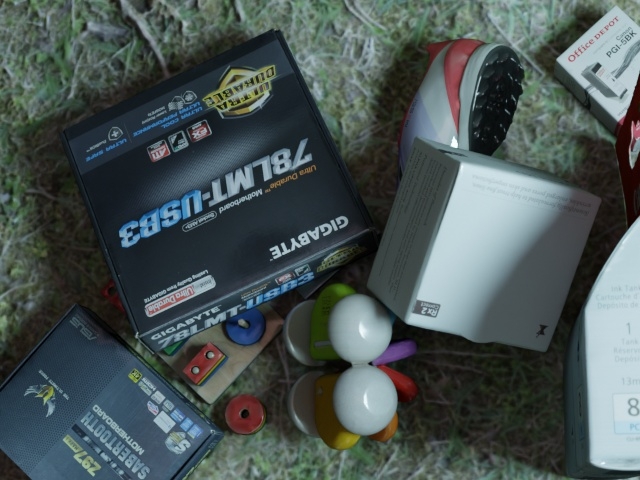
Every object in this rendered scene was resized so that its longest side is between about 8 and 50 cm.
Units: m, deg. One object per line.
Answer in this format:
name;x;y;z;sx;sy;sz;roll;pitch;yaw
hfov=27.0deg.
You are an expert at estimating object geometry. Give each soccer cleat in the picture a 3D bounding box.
soccer cleat;0.131;-0.078;1.528;0.116;0.108;0.318;19;91;43

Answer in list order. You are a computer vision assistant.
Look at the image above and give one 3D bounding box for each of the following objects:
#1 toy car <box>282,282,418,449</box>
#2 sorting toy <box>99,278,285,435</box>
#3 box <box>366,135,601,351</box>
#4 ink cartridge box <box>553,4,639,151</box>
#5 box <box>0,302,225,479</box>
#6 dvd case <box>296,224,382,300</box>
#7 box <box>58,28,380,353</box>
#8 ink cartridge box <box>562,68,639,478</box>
toy car;0.046;0.137;1.473;0.136;0.159;0.182;-1;83;-29
sorting toy;-0.139;0.091;1.549;0.274;0.046;0.132;43;87;14
box;0.171;0.004;1.414;0.181;0.119;0.182;13;103;-25
ink cartridge box;0.349;-0.186;1.529;0.099;0.056;0.135;-43;76;-1
box;-0.255;0.215;1.532;0.232;0.059;0.183;41;88;14
dvd case;0.000;0.000;1.564;0.119;0.013;0.087;-41;76;-2
box;-0.120;-0.060;1.538;0.295;0.073;0.293;-24;64;2
ink cartridge box;0.292;0.046;1.360;0.091;0.308;0.385;-3;78;7
